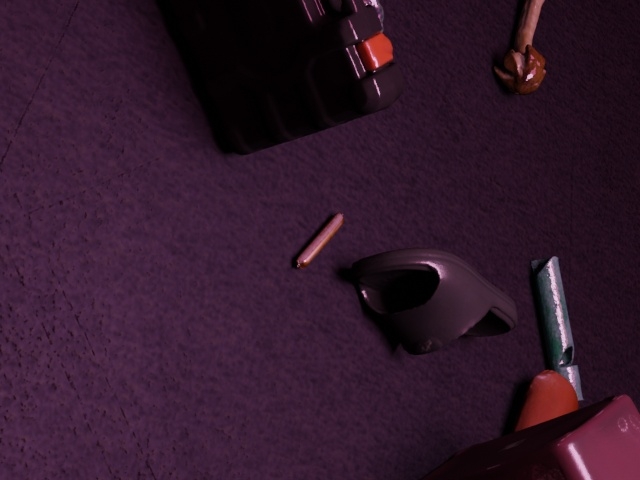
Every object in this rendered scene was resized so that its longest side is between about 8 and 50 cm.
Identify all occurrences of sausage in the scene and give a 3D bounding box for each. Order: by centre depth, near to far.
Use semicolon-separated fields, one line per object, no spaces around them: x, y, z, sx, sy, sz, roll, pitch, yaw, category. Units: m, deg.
0.000;0.000;1.388;0.015;0.015;0.100;58;45;-19;sausage
0.261;0.242;1.565;0.077;0.077;0.194;47;51;-29;sausage

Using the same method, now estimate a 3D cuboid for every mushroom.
0.273;-0.272;1.736;0.061;0.060;0.187;33;51;-29;mushroom

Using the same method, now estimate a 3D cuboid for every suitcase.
-0.056;-0.235;1.249;0.066;0.206;0.285;-36;107;-50;suitcase

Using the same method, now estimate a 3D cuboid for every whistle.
0.303;0.114;1.670;0.039;0.039;0.186;-3;81;-48;whistle

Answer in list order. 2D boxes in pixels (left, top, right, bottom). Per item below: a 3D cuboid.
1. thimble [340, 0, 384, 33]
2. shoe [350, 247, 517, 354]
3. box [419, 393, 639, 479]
-0.002;-0.238;1.396;0.135;0.090;0.118;-15;93;-48;thimble
0.135;0.084;1.444;0.241;0.108;0.093;27;57;-44;shoe
0.233;0.287;1.372;0.193;0.294;0.167;-19;83;-49;box
